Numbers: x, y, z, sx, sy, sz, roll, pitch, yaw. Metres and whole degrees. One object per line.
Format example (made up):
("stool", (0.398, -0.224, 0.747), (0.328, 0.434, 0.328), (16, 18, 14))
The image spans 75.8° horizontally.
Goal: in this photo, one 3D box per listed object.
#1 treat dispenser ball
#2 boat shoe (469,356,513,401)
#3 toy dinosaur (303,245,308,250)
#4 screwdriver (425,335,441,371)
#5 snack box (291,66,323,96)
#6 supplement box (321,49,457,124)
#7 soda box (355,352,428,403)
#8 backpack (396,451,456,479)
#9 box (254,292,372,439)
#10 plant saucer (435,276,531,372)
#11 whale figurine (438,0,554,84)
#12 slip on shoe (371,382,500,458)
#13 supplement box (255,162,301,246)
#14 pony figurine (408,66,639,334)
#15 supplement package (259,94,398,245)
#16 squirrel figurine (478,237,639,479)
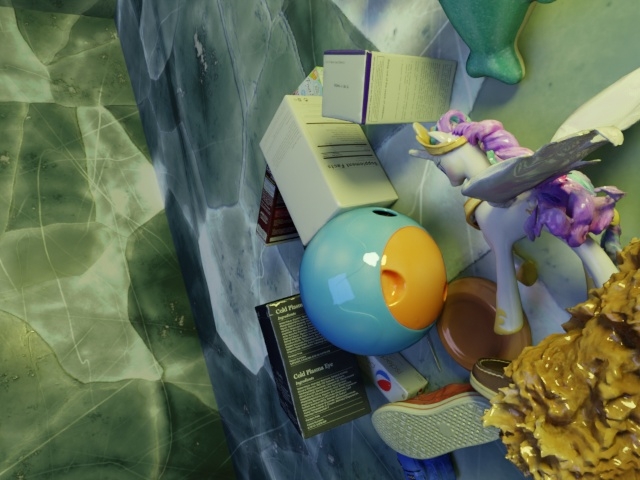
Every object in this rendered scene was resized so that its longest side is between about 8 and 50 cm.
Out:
("treat dispenser ball", (0.101, 0.079, 0.809), (0.288, 0.288, 0.288), (23, 118, 50))
("boat shoe", (0.386, 0.202, 0.599), (0.342, 0.123, 0.123), (0, 93, 51))
("toy dinosaur", (0.000, 0.000, 1.112), (0.160, 0.121, 0.314), (-114, 18, -47))
("screwdriver", (0.233, 0.206, 0.906), (0.024, 0.025, 0.170), (-30, 84, 54))
("snack box", (-0.020, -0.364, 1.064), (0.141, 0.037, 0.100), (-24, 82, 55))
("supplement box", (0.122, -0.270, 0.728), (0.111, 0.220, 0.114), (30, 125, 48))
("soda box", (0.153, 0.303, 1.000), (0.216, 0.069, 0.074), (43, 133, 41))
("backpack", (0.233, 0.499, 0.921), (0.098, 0.101, 0.120), (-38, 73, 60))
("box", (-0.040, 0.299, 1.099), (0.343, 0.179, 0.313), (147, 107, -73))
("plant saucer", (0.294, 0.170, 0.782), (0.200, 0.037, 0.200), (24, 120, 50))
("whale figurine", (0.226, -0.346, 0.578), (0.216, 0.141, 0.272), (40, 157, 46))
("slip on shoe", (0.236, 0.360, 0.836), (0.331, 0.101, 0.123), (-38, 80, 42))
("supplement box", (-0.102, -0.105, 1.182), (0.073, 0.130, 0.239), (47, 135, 38))
("pony figurine", (0.294, -0.053, 0.548), (0.363, 0.302, 0.351), (61, 154, -3))
("supplement package", (0.010, -0.165, 0.960), (0.177, 0.175, 0.293), (-45, 64, 50))
("squirrel figurine", (0.365, 0.199, 0.362), (0.397, 0.281, 0.370), (31, 134, 23))
